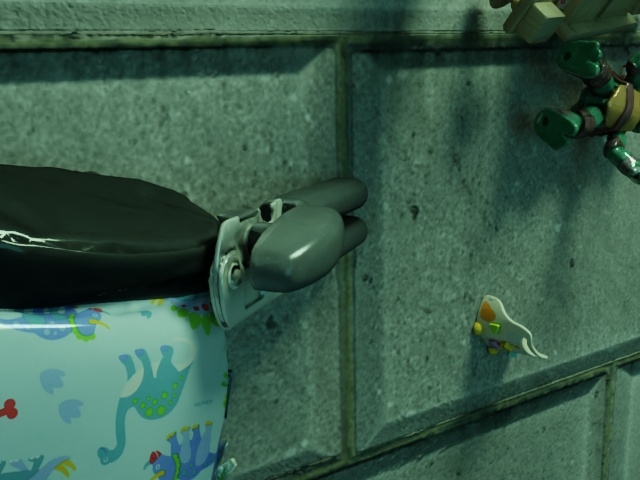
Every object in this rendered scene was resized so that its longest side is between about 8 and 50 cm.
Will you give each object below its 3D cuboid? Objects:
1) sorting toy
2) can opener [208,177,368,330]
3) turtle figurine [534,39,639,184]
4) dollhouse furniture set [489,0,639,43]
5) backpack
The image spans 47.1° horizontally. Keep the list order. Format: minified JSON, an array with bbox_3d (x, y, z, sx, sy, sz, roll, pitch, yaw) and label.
[{"bbox_3d":[0.225,0.112,0.851,0.045,0.075,0.083,-49,121,-14],"label":"sorting toy"},{"bbox_3d":[0.000,0.000,0.587,0.283,0.095,0.076,-29,121,-65],"label":"can opener"},{"bbox_3d":[0.352,-0.152,0.849,0.234,0.118,0.175,2,93,-36],"label":"turtle figurine"},{"bbox_3d":[0.295,-0.373,0.721,0.355,0.174,0.303,-19,154,-36],"label":"dollhouse furniture set"},{"bbox_3d":[-0.204,0.147,0.502,0.290,0.273,0.355,7,110,-45],"label":"backpack"}]
